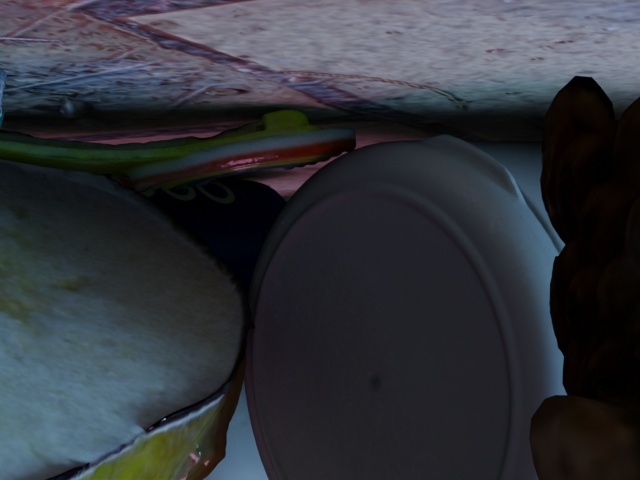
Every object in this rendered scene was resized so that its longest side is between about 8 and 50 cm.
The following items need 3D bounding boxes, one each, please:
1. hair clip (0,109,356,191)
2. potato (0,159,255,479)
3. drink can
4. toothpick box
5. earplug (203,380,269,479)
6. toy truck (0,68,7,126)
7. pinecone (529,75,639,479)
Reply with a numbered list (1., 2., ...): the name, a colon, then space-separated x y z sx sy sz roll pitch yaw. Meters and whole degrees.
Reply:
1. hair clip: -0.076 -0.041 0.754 0.188 0.033 0.060 -1 175 -3
2. potato: -0.180 0.088 0.727 0.246 0.196 0.299 35 -152 15
3. drink can: -0.110 0.017 0.962 0.205 0.118 0.118 4 173 -44
4. toothpick box: 0.149 0.057 0.819 0.316 0.229 0.229 -4 178 -40
5. earplug: -0.022 0.142 1.464 0.394 0.313 0.312 3 175 -8
6. toy truck: -0.174 -0.022 0.532 0.116 0.110 0.216 11 176 -2
7. pinecone: 0.171 0.020 0.406 0.272 0.224 0.224 -19 -178 -19
